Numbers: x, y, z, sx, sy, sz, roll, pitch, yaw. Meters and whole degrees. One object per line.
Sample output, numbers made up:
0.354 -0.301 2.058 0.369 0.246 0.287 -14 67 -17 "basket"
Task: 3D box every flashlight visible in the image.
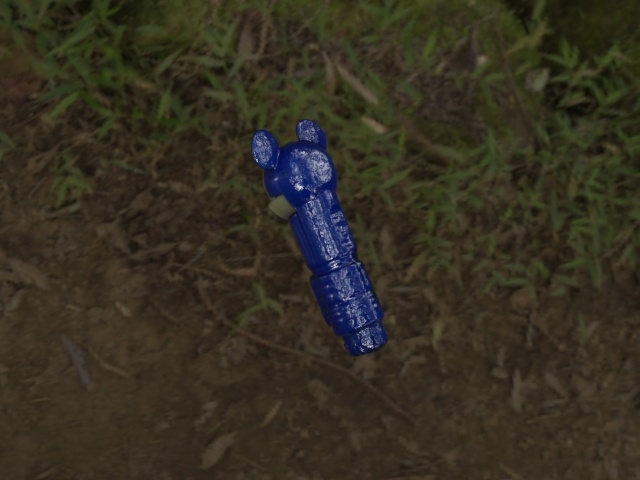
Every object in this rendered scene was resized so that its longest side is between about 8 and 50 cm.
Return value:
0.000 0.000 0.569 0.057 0.035 0.121 -21 89 -51 "flashlight"
